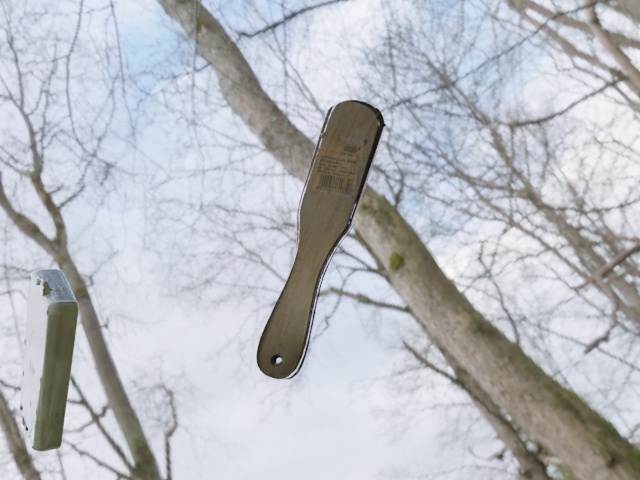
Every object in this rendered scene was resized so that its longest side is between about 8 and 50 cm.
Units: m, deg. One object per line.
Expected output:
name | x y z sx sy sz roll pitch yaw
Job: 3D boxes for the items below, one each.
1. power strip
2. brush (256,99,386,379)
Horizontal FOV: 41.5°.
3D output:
power strip | -0.277 0.122 0.853 0.035 0.081 0.192 -3 -62 -32
brush | 0.000 0.000 0.970 0.065 0.070 0.328 38 -110 -80
